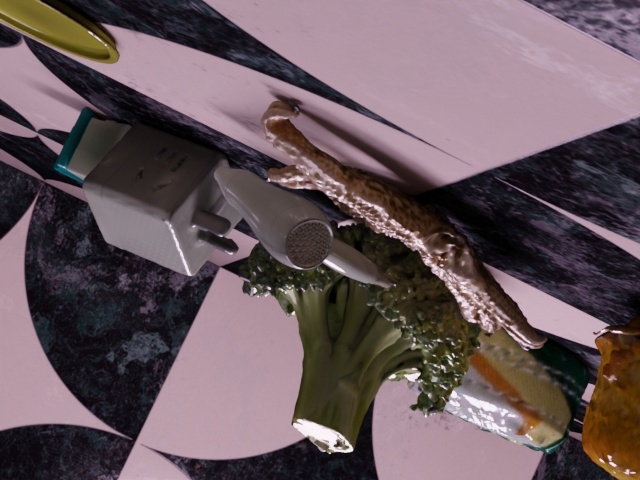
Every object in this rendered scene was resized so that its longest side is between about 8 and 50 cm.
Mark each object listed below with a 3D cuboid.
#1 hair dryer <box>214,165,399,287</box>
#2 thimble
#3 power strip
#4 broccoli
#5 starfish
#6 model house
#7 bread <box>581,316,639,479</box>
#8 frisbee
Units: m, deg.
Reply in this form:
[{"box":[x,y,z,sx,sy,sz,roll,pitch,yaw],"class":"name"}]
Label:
[{"box":[0.000,0.000,1.786,0.237,0.075,0.206,30,-175,-35],"class":"hair dryer"},{"box":[0.291,0.228,2.480,0.288,0.167,0.254,22,171,18],"class":"thimble"},{"box":[-0.196,-0.050,2.088,0.224,0.140,0.139,20,146,28],"class":"power strip"},{"box":[0.066,0.108,2.000,0.249,0.302,0.375,-34,123,29],"class":"broccoli"},{"box":[0.079,-0.023,1.717,0.432,0.082,0.324,35,178,-15],"class":"starfish"},{"box":[-0.327,-0.129,2.261,0.149,0.100,0.127,18,170,31],"class":"model house"},{"box":[0.468,0.228,1.730,0.358,0.204,0.337,32,166,-35],"class":"bread"},{"box":[-0.327,-0.256,1.654,0.236,0.017,0.236,24,173,3],"class":"frisbee"}]
